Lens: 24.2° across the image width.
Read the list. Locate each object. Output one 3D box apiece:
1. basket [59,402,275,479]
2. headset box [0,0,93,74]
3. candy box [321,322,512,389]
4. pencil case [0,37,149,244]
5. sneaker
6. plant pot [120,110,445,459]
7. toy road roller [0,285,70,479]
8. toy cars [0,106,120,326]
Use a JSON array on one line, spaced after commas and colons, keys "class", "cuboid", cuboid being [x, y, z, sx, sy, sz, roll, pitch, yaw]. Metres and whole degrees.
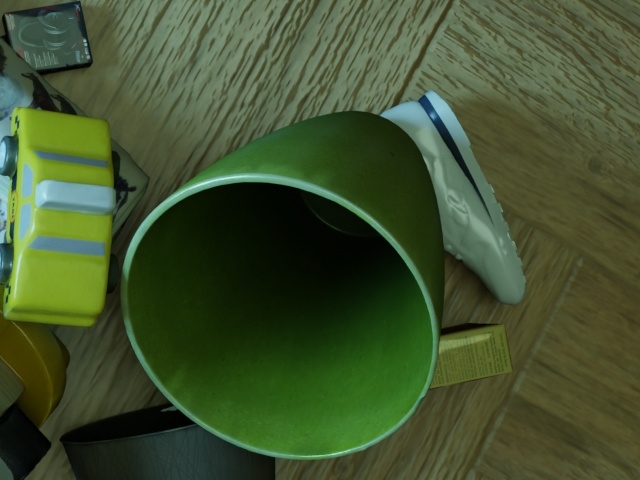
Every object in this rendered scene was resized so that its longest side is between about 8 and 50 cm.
[{"class": "basket", "cuboid": [-0.120, 0.273, 1.399, 0.204, 0.154, 0.227, -12, 94, -12]}, {"class": "headset box", "cuboid": [-0.267, -0.192, 1.439, 0.083, 0.032, 0.062, -11, 90, -16]}, {"class": "candy box", "cuboid": [0.082, 0.122, 1.472, 0.186, 0.109, 0.053, -9, 90, -13]}, {"class": "pencil case", "cuboid": [-0.333, -0.118, 1.342, 0.410, 0.183, 0.160, 44, 110, -9]}, {"class": "sneaker", "cuboid": [0.130, -0.032, 1.513, 0.095, 0.090, 0.235, -28, 91, -1]}, {"class": "plant pot", "cuboid": [0.000, 0.000, 1.356, 0.274, 0.293, 0.275, 7, 120, 13]}, {"class": "toy road roller", "cuboid": [-0.365, 0.161, 1.341, 0.329, 0.240, 0.202, -39, 98, 25]}, {"class": "toy cars", "cuboid": [-0.271, 0.040, 1.183, 0.176, 0.087, 0.394, 46, 61, -8]}]
